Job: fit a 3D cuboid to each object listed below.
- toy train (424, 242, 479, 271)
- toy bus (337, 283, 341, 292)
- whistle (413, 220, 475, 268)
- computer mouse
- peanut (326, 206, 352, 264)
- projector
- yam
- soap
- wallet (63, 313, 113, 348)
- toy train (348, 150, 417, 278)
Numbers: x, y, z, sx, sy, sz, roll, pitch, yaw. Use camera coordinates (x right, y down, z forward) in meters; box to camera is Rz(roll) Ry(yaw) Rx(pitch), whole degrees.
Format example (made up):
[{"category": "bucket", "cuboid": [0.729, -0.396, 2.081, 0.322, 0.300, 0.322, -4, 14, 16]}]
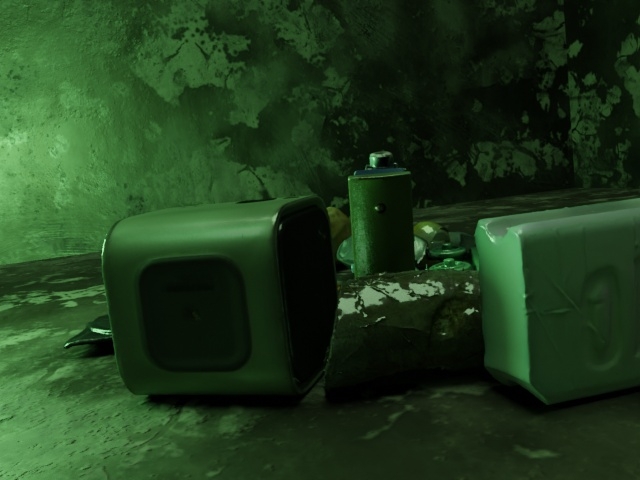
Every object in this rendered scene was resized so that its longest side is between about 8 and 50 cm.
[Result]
[{"category": "toy train", "cuboid": [0.279, 0.073, 1.156, 0.202, 0.120, 0.301, -3, 8, 11]}, {"category": "toy bus", "cuboid": [0.015, 0.116, 1.163, 0.194, 0.088, 0.083, 0, 8, 43]}, {"category": "whistle", "cuboid": [0.293, 0.010, 1.709, 0.223, 0.123, 0.122, -2, 4, -34]}, {"category": "computer mouse", "cuboid": [0.161, 0.047, 1.570, 0.167, 0.090, 0.379, -41, 25, -4]}, {"category": "peanut", "cuboid": [-0.002, 0.005, 1.829, 0.174, 0.158, 0.340, -46, -10, 28]}, {"category": "projector", "cuboid": [-0.125, 0.074, 0.962, 0.249, 0.249, 0.248, -4, 8, 17]}, {"category": "yam", "cuboid": [0.117, 0.111, 0.900, 0.254, 0.154, 0.154, -9, 7, -3]}, {"category": "soap", "cuboid": [0.365, 0.060, 0.813, 0.346, 0.209, 0.115, -7, 9, -15]}, {"category": "wallet", "cuboid": [-0.344, 0.160, 1.340, 0.246, 0.041, 0.323, -5, 1, -1]}, {"category": "toy train", "cuboid": [0.112, -0.007, 1.270, 0.131, 0.300, 0.202, -3, 15, 8]}]
